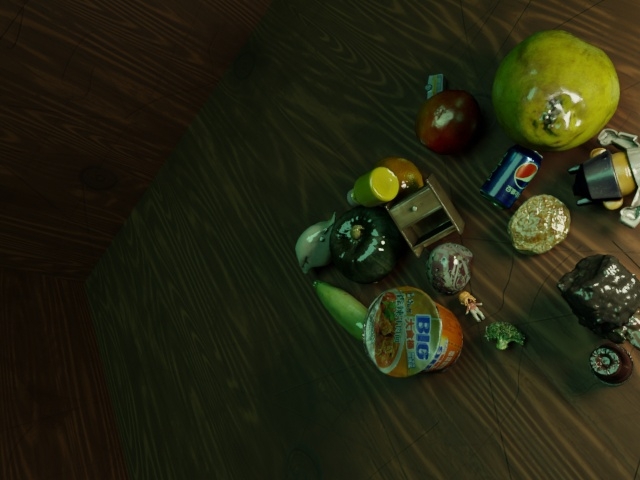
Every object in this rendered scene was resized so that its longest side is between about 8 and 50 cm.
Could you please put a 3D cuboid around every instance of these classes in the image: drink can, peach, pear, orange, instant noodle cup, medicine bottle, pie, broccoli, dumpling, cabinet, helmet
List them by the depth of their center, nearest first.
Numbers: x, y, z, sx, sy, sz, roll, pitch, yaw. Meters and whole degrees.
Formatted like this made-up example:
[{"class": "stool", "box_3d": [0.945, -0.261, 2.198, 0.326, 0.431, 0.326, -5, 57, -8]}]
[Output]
[{"class": "pear", "box_3d": [0.680, -0.433, 1.539, 0.352, 0.352, 0.413, -7, 36, 41]}, {"class": "broccoli", "box_3d": [0.556, 0.289, 1.571, 0.095, 0.097, 0.092, 155, 133, -71]}, {"class": "pie", "box_3d": [0.666, -0.043, 1.593, 0.193, 0.079, 0.163, -50, 58, 16]}, {"class": "drink can", "box_3d": [0.611, -0.206, 1.674, 0.118, 0.118, 0.205, 42, 104, 43]}, {"class": "instant noodle cup", "box_3d": [0.314, 0.307, 1.688, 0.296, 0.214, 0.296, -17, 63, 38]}, {"class": "helmet", "box_3d": [0.418, 0.087, 1.751, 0.153, 0.107, 0.177, 3, 76, 40]}, {"class": "cabinet", "box_3d": [0.353, -0.085, 1.765, 0.175, 0.148, 0.215, -32, 93, 25]}, {"class": "peach", "box_3d": [0.450, -0.421, 1.843, 0.243, 0.199, 0.243, -20, 60, 40]}, {"class": "medicine bottle", "box_3d": [0.173, -0.175, 1.843, 0.212, 0.122, 0.122, -20, 59, 63]}, {"class": "orange", "box_3d": [0.287, -0.220, 1.937, 0.158, 0.179, 0.237, 97, 160, -51]}, {"class": "dumpling", "box_3d": [0.003, 0.005, 2.140, 0.243, 0.175, 0.227, -26, 16, 19]}]

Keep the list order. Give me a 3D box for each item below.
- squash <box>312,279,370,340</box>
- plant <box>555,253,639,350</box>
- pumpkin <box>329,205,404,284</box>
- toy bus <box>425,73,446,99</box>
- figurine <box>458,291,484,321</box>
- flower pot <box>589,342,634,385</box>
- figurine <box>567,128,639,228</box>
[{"class": "squash", "box_3d": [0.091, 0.260, 1.984, 0.370, 0.118, 0.118, 36, 100, 47]}, {"class": "plant", "box_3d": [0.750, 0.157, 1.357, 0.234, 0.204, 0.178, 45, 90, -2]}, {"class": "pumpkin", "box_3d": [0.166, 0.012, 1.938, 0.300, 0.207, 0.300, -13, 66, 31]}, {"class": "toy bus", "box_3d": [0.443, -0.539, 1.994, 0.075, 0.064, 0.190, -5, 71, 29]}, {"class": "figurine", "box_3d": [0.489, 0.211, 1.685, 0.064, 0.047, 0.109, -29, 58, -3]}, {"class": "flower pot", "box_3d": [0.752, 0.321, 1.368, 0.111, 0.089, 0.111, -16, 64, 38]}, {"class": "figurine", "box_3d": [0.841, -0.187, 1.441, 0.308, 0.143, 0.308, -22, 44, 23]}]
